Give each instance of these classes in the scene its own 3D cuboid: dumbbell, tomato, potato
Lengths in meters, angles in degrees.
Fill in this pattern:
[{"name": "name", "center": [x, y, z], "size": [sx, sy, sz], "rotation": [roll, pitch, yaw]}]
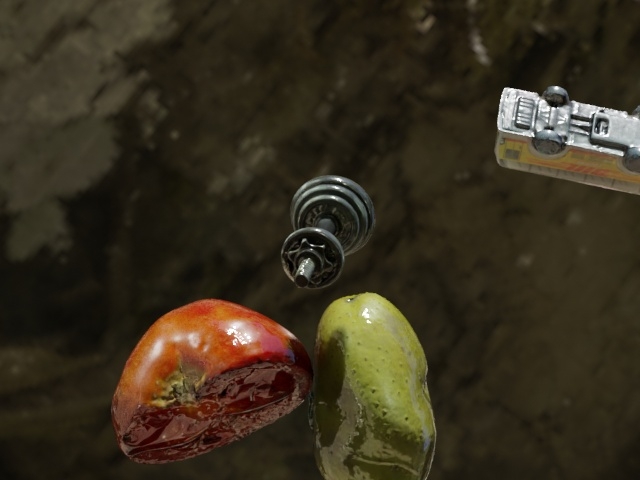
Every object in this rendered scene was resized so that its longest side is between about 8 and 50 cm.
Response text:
[{"name": "dumbbell", "center": [0.000, 0.000, 2.284], "size": [0.110, 0.110, 0.254], "rotation": [38, 23, -5]}, {"name": "tomato", "center": [-0.129, 0.143, 2.073], "size": [0.200, 0.233, 0.139], "rotation": [46, 21, -62]}, {"name": "potato", "center": [0.056, 0.183, 2.109], "size": [0.169, 0.143, 0.248], "rotation": [-156, -121, -83]}]

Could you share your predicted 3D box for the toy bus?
[{"name": "toy bus", "center": [0.361, -0.126, 2.461], "size": [0.268, 0.092, 0.106], "rotation": [11, -34, 1]}]
